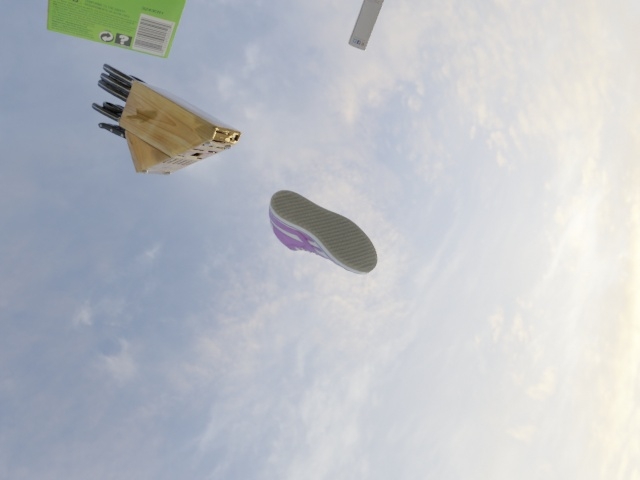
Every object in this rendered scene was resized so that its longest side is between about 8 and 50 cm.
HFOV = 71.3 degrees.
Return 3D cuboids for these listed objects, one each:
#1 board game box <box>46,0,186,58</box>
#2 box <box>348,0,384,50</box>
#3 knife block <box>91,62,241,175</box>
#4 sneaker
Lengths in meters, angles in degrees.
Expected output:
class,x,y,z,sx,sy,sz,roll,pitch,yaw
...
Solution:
class,x,y,z,sx,sy,sz,roll,pitch,yaw
board game box,-0.170,-0.284,0.405,0.124,0.259,0.039,2,-115,-34
box,0.160,-0.716,1.265,0.059,0.232,0.321,21,-64,-7
knife block,-0.316,-0.262,0.877,0.088,0.276,0.241,-15,-91,-66
sneaker,0.000,-0.001,1.062,0.282,0.161,0.102,36,-117,7
